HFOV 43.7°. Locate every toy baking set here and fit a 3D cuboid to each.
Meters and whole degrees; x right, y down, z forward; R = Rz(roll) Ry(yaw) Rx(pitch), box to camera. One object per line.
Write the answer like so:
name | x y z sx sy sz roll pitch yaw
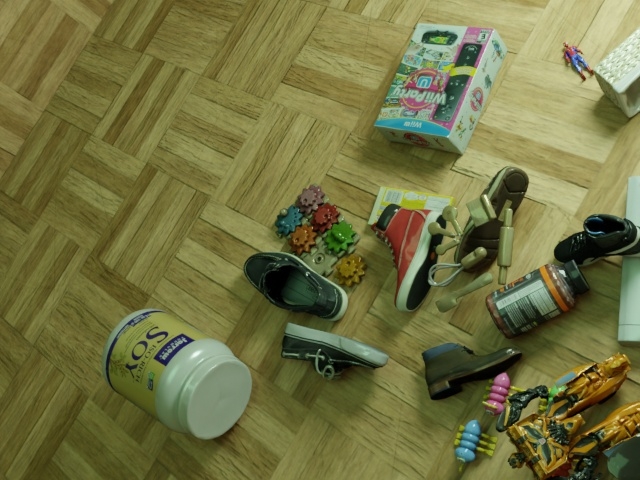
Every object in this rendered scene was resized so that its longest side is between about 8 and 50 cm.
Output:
toy baking set | 0.323 0.030 1.726 0.197 0.030 0.256 -2 82 35

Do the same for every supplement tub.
supplement tub | -0.356 0.329 1.974 0.331 0.241 0.241 20 80 38
supplement tub | 0.449 0.116 1.643 0.198 0.106 0.106 -30 55 17

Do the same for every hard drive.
hard drive | 0.711 0.035 1.549 0.233 0.047 0.353 -1 67 33

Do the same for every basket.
basket | 0.685 -0.370 1.717 0.167 0.113 0.103 -43 50 8

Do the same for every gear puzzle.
gear puzzle | 0.000 0.000 2.025 0.175 0.044 0.339 -44 52 8

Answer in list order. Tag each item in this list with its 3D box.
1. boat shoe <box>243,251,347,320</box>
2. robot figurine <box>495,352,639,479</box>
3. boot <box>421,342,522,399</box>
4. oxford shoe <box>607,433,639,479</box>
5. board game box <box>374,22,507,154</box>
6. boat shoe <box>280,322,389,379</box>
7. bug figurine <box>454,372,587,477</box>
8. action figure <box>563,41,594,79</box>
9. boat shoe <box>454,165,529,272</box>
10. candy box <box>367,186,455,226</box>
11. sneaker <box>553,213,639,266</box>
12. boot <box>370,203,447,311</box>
boat shoe | -0.091 0.106 1.982 0.340 0.113 0.127 30 99 38
robot figurine | 0.472 0.336 1.472 0.291 0.085 0.211 -28 63 -10
boot | 0.311 0.247 1.685 0.219 0.082 0.106 -29 58 21
oxford shoe | 0.600 0.372 1.408 0.212 0.076 0.076 -21 66 -7
board game box | 0.298 -0.381 1.984 0.224 0.097 0.303 16 78 37
boat shoe | 0.022 0.269 1.842 0.306 0.113 0.105 10 80 39
bug figurine | 0.393 0.376 1.576 0.279 0.072 0.216 7 72 35
action figure | 0.595 -0.424 1.856 0.038 0.030 0.115 -36 51 20
boat shoe | 0.378 -0.048 1.793 0.257 0.095 0.095 -58 15 6
candy box | 0.218 -0.068 1.928 0.206 0.027 0.105 12 79 36
sneaker | 0.539 -0.009 1.600 0.217 0.121 0.079 -14 58 49
boot | 0.180 0.038 1.858 0.176 0.088 0.244 12 81 37
